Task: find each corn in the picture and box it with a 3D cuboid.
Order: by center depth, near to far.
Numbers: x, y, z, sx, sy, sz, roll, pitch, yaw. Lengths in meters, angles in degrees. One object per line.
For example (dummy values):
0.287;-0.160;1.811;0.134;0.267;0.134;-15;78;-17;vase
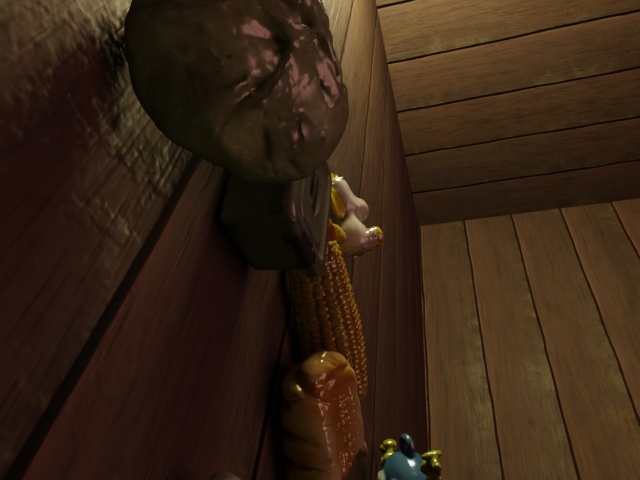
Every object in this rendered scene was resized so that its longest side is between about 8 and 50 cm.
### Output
0.010;0.120;0.710;0.093;0.093;0.244;-37;119;-73;corn

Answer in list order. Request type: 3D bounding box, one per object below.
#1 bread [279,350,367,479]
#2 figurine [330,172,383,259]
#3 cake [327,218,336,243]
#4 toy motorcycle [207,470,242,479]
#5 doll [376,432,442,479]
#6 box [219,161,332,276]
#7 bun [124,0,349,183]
0.001;0.225;0.624;0.119;0.084;0.177;-7;92;-55;bread
0.047;-0.050;0.950;0.130;0.109;0.178;31;46;-43;figurine
0.000;0.000;0.824;0.084;0.044;0.084;-5;90;-75;cake
-0.070;0.257;0.393;0.229;0.074;0.151;27;62;-61;toy motorcycle
0.153;0.535;0.957;0.346;0.099;0.341;154;-58;-79;doll
-0.048;-0.050;0.576;0.124;0.093;0.172;67;22;-48;box
-0.053;-0.156;0.435;0.213;0.127;0.203;15;61;-45;bun
